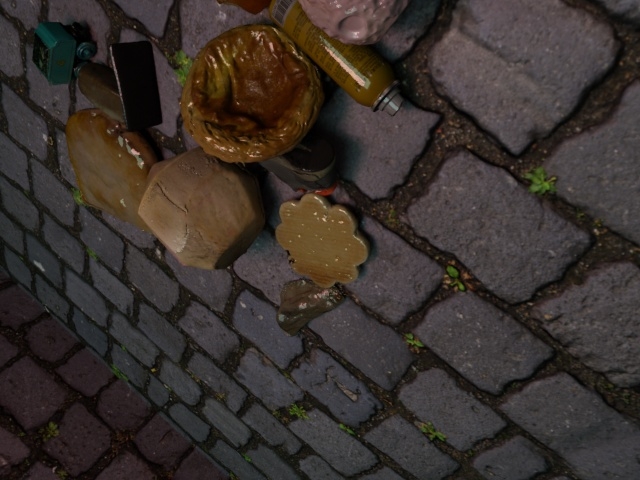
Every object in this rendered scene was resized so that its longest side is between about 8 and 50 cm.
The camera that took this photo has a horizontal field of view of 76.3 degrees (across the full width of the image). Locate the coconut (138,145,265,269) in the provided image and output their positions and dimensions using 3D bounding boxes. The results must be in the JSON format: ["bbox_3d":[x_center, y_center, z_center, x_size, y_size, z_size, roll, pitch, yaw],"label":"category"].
[{"bbox_3d":[-0.341,-0.101,1.169,0.353,0.352,0.352,15,124,24],"label":"coconut"}]

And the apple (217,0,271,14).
[{"bbox_3d":[-0.151,-0.566,0.868,0.156,0.158,0.147,47,129,5],"label":"apple"}]

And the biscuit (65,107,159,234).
[{"bbox_3d":[-0.727,-0.252,1.452,0.429,0.104,0.446,19,128,21],"label":"biscuit"}]

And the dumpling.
[{"bbox_3d":[-0.075,0.217,1.344,0.166,0.086,0.332,45,127,-2],"label":"dumpling"}]

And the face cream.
[{"bbox_3d":[0.047,-0.403,0.878,0.349,0.105,0.105,44,131,1],"label":"face cream"}]

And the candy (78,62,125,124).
[{"bbox_3d":[-0.652,-0.458,1.282,0.234,0.102,0.104,32,129,8],"label":"candy"}]

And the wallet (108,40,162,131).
[{"bbox_3d":[-0.537,-0.450,1.199,0.025,0.124,0.244,24,128,27],"label":"wallet"}]

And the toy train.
[{"bbox_3d":[-0.797,-0.581,1.265,0.107,0.154,0.198,47,132,3],"label":"toy train"}]

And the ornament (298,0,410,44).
[{"bbox_3d":[0.066,-0.485,0.712,0.225,0.259,0.259,37,132,-10],"label":"ornament"}]

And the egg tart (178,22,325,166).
[{"bbox_3d":[-0.157,-0.334,0.966,0.352,0.150,0.351,-1,79,7],"label":"egg tart"}]

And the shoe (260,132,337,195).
[{"bbox_3d":[-0.076,-0.206,1.074,0.336,0.132,0.171,29,162,36],"label":"shoe"}]

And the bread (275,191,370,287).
[{"bbox_3d":[0.000,0.000,1.183,0.316,0.054,0.316,16,125,24],"label":"bread"}]
